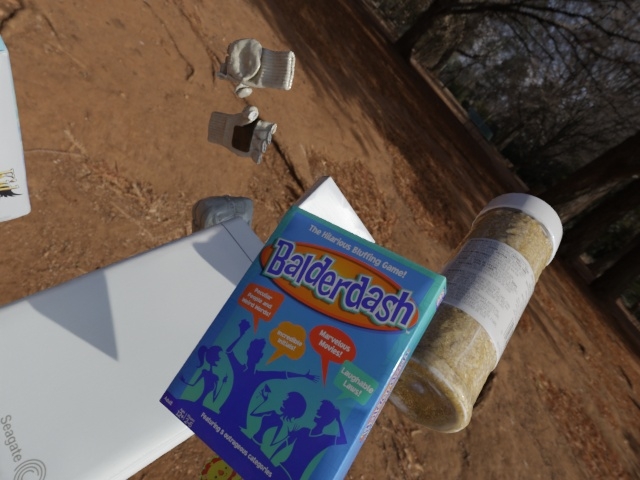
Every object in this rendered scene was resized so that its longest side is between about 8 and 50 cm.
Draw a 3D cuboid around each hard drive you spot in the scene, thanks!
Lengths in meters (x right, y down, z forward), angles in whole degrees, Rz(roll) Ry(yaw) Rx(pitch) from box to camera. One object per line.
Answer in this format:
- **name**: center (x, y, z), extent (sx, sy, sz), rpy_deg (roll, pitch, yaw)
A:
- **hard drive**: center (-0.190, 0.114, 0.487), extent (0.352, 0.047, 0.233), rpy_deg (-26, 62, -32)

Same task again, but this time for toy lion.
- **toy lion**: center (-0.163, 0.421, 0.739), extent (0.100, 0.034, 0.096), rpy_deg (-24, 29, -35)

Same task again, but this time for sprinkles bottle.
- **sprinkles bottle**: center (0.205, 0.069, 0.534), extent (0.121, 0.121, 0.355), rpy_deg (48, 54, 2)

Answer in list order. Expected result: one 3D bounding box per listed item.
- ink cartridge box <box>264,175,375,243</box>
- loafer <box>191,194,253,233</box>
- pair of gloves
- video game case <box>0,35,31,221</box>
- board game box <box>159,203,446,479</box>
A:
- **ink cartridge box**: center (0.000, 0.000, 0.979), extent (0.223, 0.224, 0.045), rpy_deg (53, -21, -26)
- **loafer**: center (-0.183, 0.060, 0.788), extent (0.111, 0.320, 0.112), rpy_deg (-12, 42, -32)
- **pair of gloves**: center (-0.162, -0.300, 0.870), extent (0.204, 0.240, 0.042), rpy_deg (29, 20, 29)
- **video game case**: center (-0.313, -0.177, 0.317), extent (0.061, 0.244, 0.270), rpy_deg (-24, 86, -35)
- **board game box**: center (-0.013, 0.090, 0.350), extent (0.160, 0.210, 0.047), rpy_deg (26, -15, 26)
